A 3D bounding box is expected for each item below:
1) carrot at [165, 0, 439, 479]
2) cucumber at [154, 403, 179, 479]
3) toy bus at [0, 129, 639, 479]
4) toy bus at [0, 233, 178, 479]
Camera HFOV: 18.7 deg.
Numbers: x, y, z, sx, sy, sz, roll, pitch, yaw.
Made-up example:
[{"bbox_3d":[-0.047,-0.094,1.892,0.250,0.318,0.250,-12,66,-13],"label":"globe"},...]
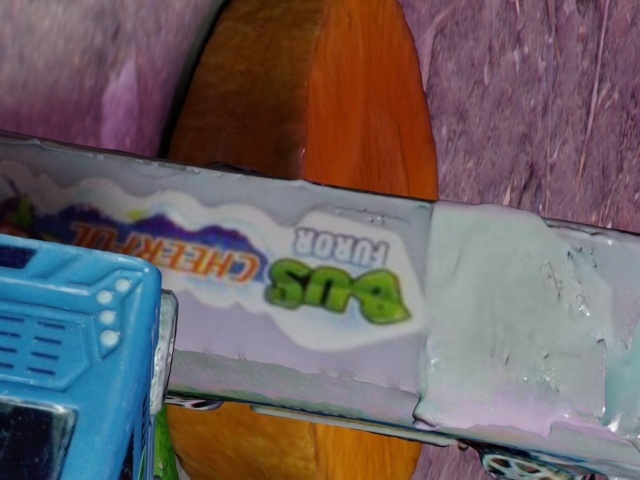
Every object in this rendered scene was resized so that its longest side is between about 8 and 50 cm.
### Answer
[{"bbox_3d":[0.000,0.000,1.027,0.258,0.100,0.307,-32,127,-67],"label":"carrot"},{"bbox_3d":[-0.087,0.111,0.935,0.039,0.039,0.168,-50,143,-52],"label":"cucumber"},{"bbox_3d":[0.005,0.024,0.741,0.138,0.317,0.112,31,68,-66],"label":"toy bus"},{"bbox_3d":[-0.116,0.101,0.658,0.246,0.113,0.134,100,-3,-56],"label":"toy bus"}]
